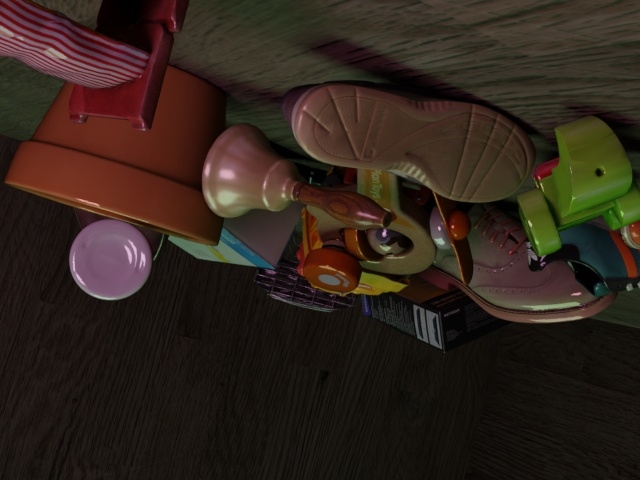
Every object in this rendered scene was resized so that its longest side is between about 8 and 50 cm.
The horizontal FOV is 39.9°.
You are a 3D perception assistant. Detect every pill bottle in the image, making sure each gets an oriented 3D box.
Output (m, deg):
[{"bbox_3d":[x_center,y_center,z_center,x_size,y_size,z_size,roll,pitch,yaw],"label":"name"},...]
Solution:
[{"bbox_3d":[-0.286,0.026,1.226,0.108,0.107,0.180,17,177,-10],"label":"pill bottle"}]

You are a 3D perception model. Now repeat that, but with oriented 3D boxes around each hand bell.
[{"bbox_3d":[-0.015,-0.057,1.073,0.242,0.126,0.126,19,179,35],"label":"hand bell"}]

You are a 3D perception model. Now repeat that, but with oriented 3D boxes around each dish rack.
[{"bbox_3d":[0.000,0.000,1.610,0.208,0.271,0.074,14,157,6],"label":"dish rack"}]

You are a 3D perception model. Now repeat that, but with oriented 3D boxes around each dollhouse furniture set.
[{"bbox_3d":[-0.123,-0.163,0.505,0.201,0.152,0.374,19,175,-41],"label":"dollhouse furniture set"}]

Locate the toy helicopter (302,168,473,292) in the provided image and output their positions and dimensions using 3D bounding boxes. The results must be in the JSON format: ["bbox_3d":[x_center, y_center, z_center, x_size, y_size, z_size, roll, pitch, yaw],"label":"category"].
[{"bbox_3d":[0.095,-0.046,1.156,0.235,0.140,0.355,12,152,11],"label":"toy helicopter"}]

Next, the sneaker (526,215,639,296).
[{"bbox_3d":[0.429,0.030,1.245,0.302,0.121,0.108,16,177,-6],"label":"sneaker"}]

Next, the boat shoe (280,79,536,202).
[{"bbox_3d":[0.092,-0.109,0.894,0.285,0.102,0.092,7,-156,-28],"label":"boat shoe"}]

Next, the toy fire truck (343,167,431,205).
[{"bbox_3d":[0.108,-0.095,1.338,0.192,0.047,0.135,18,175,-33],"label":"toy fire truck"}]

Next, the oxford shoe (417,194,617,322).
[{"bbox_3d":[0.281,0.021,1.407,0.397,0.140,0.146,16,134,46],"label":"oxford shoe"}]

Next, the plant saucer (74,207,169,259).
[{"bbox_3d":[-0.336,-0.096,1.516,0.050,0.310,0.311,-13,-163,-42],"label":"plant saucer"}]

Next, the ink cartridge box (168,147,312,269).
[{"bbox_3d":[-0.171,-0.070,1.553,0.233,0.171,0.168,4,153,46],"label":"ink cartridge box"}]

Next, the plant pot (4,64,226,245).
[{"bbox_3d":[-0.251,-0.128,1.191,0.291,0.203,0.291,15,176,1],"label":"plant pot"}]

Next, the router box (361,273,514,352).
[{"bbox_3d":[0.265,0.085,1.603,0.309,0.081,0.243,-18,-160,-28],"label":"router box"}]

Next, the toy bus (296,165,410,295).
[{"bbox_3d":[0.036,0.016,1.457,0.150,0.220,0.211,20,135,-28],"label":"toy bus"}]

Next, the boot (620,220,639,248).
[{"bbox_3d":[0.443,-0.013,1.097,0.158,0.059,0.085,9,178,-34],"label":"boot"}]

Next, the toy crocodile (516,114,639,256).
[{"bbox_3d":[0.268,-0.050,0.944,0.115,0.105,0.340,-21,173,12],"label":"toy crocodile"}]
